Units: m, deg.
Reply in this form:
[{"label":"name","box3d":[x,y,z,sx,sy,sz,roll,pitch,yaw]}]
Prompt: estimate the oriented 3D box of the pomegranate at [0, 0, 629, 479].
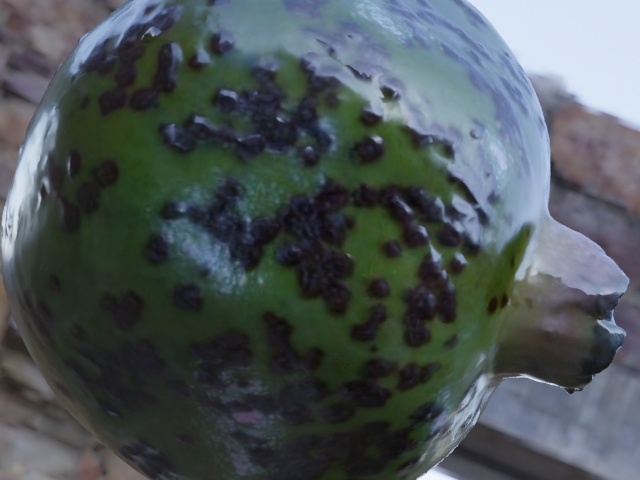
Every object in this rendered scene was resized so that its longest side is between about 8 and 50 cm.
[{"label":"pomegranate","box3d":[0.000,0.000,0.818,0.271,0.254,0.254,21,-17,9]}]
